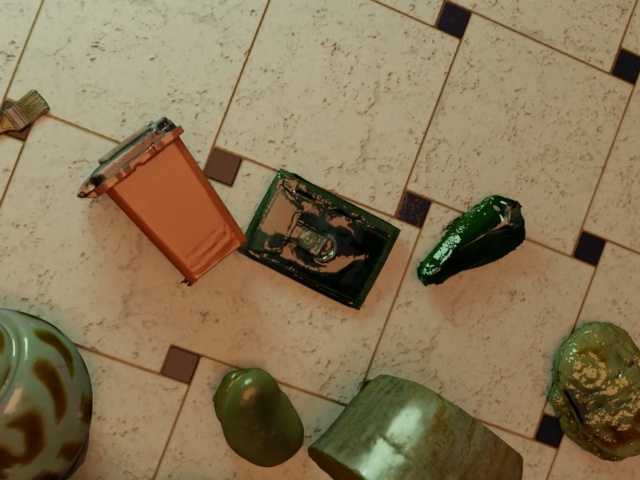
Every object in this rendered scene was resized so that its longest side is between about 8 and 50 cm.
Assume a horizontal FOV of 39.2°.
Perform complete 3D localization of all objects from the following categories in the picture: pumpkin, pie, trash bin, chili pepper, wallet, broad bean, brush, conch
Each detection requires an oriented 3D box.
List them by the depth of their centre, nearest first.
[{"bbox_3d":[-0.471,0.222,1.321,0.368,0.197,0.249,36,61,-21],"label":"conch"},{"bbox_3d":[-0.241,-0.050,1.391,0.184,0.161,0.238,-37,102,-7],"label":"trash bin"},{"bbox_3d":[-0.503,-0.172,1.408,0.170,0.014,0.043,-38,100,-6],"label":"brush"},{"bbox_3d":[0.167,0.359,1.417,0.332,0.332,0.199,44,71,-9],"label":"pumpkin"},{"bbox_3d":[-0.102,0.288,1.465,0.124,0.082,0.174,-25,95,-11],"label":"broad bean"},{"bbox_3d":[0.001,0.000,1.492,0.236,0.055,0.160,27,94,-11],"label":"wallet"},{"bbox_3d":[0.259,0.011,1.535,0.216,0.062,0.108,-35,98,-6],"label":"chili pepper"},{"bbox_3d":[0.506,0.273,1.577,0.201,0.090,0.248,-38,95,-4],"label":"pie"}]
